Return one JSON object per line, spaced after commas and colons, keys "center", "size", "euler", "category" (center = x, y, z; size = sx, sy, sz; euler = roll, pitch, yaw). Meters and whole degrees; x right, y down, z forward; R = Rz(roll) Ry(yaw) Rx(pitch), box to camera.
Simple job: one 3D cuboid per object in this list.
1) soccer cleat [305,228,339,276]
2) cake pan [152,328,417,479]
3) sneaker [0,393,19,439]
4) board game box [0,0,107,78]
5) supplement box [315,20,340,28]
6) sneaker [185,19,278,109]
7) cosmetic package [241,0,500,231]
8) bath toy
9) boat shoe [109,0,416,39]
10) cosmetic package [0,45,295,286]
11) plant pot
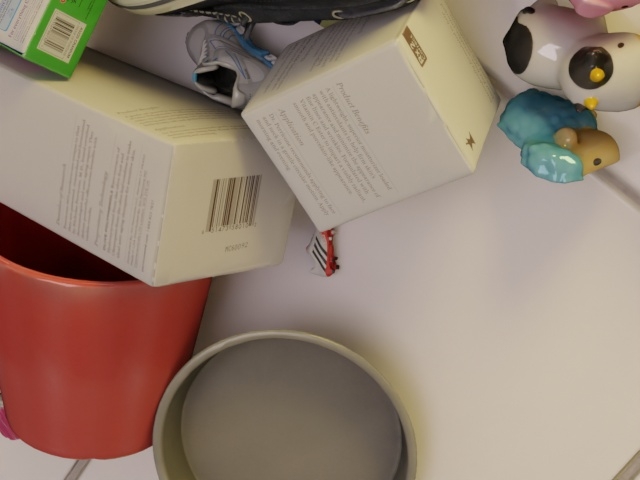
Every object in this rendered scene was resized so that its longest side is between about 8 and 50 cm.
{"center": [0.000, 0.000, 1.467], "size": [0.035, 0.029, 0.083], "euler": [2, 105, 22], "category": "soccer cleat"}
{"center": [-0.038, 0.226, 1.470], "size": [0.293, 0.054, 0.293], "euler": [2, 108, 6], "category": "cake pan"}
{"center": [-0.364, 0.204, 1.671], "size": [0.170, 0.075, 0.063], "euler": [-14, 112, 49], "category": "sneaker"}
{"center": [-0.324, -0.334, 1.434], "size": [0.316, 0.064, 0.242], "euler": [29, 94, 43], "category": "board game box"}
{"center": [0.055, -0.243, 1.375], "size": [0.083, 0.056, 0.083], "euler": [35, 113, 16], "category": "supplement box"}
{"center": [-0.108, -0.189, 1.420], "size": [0.190, 0.082, 0.071], "euler": [38, 129, 48], "category": "sneaker"}
{"center": [0.053, -0.131, 1.295], "size": [0.183, 0.151, 0.151], "euler": [-20, 115, 29], "category": "cosmetic package"}
{"center": [0.239, -0.232, 1.202], "size": [0.151, 0.129, 0.348], "euler": [17, 123, 24], "category": "bath toy"}
{"center": [-0.067, -0.294, 1.330], "size": [0.500, 0.156, 0.187], "euler": [9, 77, 49], "category": "boat shoe"}
{"center": [-0.218, -0.095, 1.415], "size": [0.365, 0.197, 0.155], "euler": [24, 112, 38], "category": "cosmetic package"}
{"center": [-0.253, 0.094, 1.493], "size": [0.274, 0.275, 0.243], "euler": [17, 117, 22], "category": "plant pot"}
